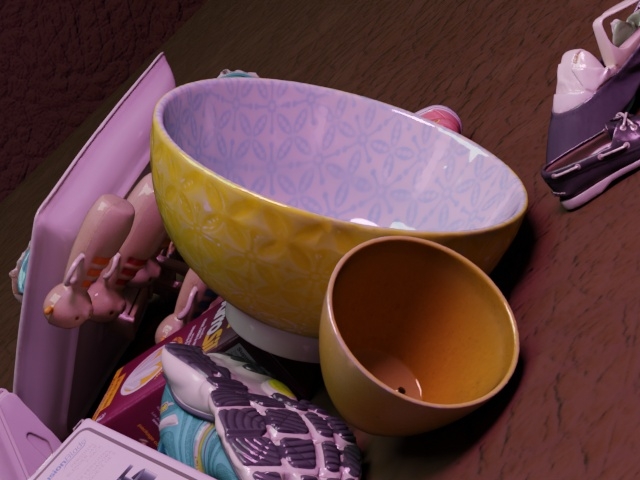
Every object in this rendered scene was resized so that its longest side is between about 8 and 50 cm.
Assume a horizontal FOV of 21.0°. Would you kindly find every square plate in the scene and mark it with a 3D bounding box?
[{"bbox_3d":[-0.220,0.032,1.739,0.344,0.049,0.347,-63,-12,-55],"label":"square plate"}]

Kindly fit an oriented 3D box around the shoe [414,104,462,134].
[{"bbox_3d":[0.053,-0.061,1.603,0.178,0.063,0.081,-33,12,15],"label":"shoe"}]

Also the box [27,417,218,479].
[{"bbox_3d":[-0.083,0.220,0.951,0.290,0.087,0.169,15,56,46],"label":"box"}]

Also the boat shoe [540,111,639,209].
[{"bbox_3d":[0.222,-0.073,1.285,0.125,0.038,0.046,-35,17,21],"label":"boat shoe"}]

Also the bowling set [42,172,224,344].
[{"bbox_3d":[-0.116,0.044,1.549,0.154,0.200,0.287,-60,-9,19],"label":"bowling set"}]

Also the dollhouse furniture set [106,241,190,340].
[{"bbox_3d":[-0.140,0.051,1.790,0.161,0.101,0.182,97,-168,-60],"label":"dollhouse furniture set"}]

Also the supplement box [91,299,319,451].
[{"bbox_3d":[-0.093,0.119,1.435,0.188,0.081,0.104,-33,17,25],"label":"supplement box"}]

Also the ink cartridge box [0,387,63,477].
[{"bbox_3d":[-0.312,0.219,1.596,0.175,0.127,0.072,-24,23,48],"label":"ink cartridge box"}]

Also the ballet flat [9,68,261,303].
[{"bbox_3d":[-0.192,-0.036,2.064,0.409,0.147,0.147,-44,15,-19],"label":"ballet flat"}]

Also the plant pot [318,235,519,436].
[{"bbox_3d":[0.052,0.079,1.153,0.134,0.134,0.095,-56,-3,-43],"label":"plant pot"}]

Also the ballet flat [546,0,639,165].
[{"bbox_3d":[0.232,-0.140,1.387,0.203,0.074,0.074,-47,16,-18],"label":"ballet flat"}]

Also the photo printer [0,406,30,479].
[{"bbox_3d":[-0.356,0.193,1.467,0.107,0.307,0.256,-22,-3,-43],"label":"photo printer"}]

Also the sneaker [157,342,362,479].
[{"bbox_3d":[-0.052,0.160,1.243,0.275,0.107,0.110,-148,71,-66],"label":"sneaker"}]

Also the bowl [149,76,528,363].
[{"bbox_3d":[0.000,0.000,1.316,0.289,0.290,0.156,-85,8,-68],"label":"bowl"}]
